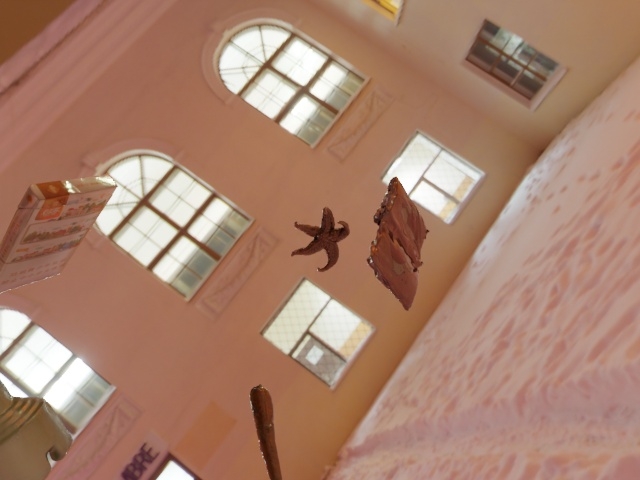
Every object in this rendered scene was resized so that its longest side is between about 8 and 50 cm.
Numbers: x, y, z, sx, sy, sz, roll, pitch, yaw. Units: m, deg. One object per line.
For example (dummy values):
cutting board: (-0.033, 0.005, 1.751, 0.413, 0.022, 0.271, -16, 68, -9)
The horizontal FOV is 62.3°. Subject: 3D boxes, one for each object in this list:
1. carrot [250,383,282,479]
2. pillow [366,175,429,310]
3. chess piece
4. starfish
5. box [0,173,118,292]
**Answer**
carrot: (-0.104, 0.412, 1.071, 0.049, 0.254, 0.049, -11, -37, -9)
pillow: (0.136, 0.001, 0.934, 0.049, 0.135, 0.248, -22, 29, 35)
chess piece: (-0.425, 0.159, 0.613, 0.195, 0.299, 0.194, -26, 15, 7)
starfish: (0.000, 0.000, 0.697, 0.091, 0.078, 0.028, -31, 8, 23)
box: (-0.386, -0.006, 0.748, 0.220, 0.032, 0.122, -43, -11, 31)
